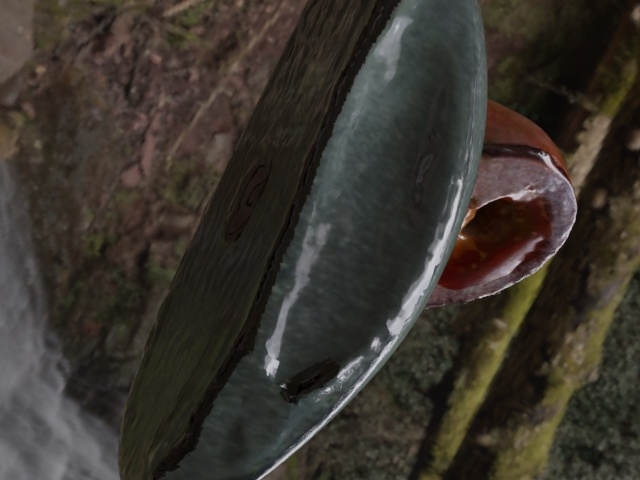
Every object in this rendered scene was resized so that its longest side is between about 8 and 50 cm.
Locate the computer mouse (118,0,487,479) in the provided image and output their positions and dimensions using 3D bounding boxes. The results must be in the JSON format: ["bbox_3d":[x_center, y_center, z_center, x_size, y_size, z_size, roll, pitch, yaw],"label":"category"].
[{"bbox_3d":[0.003,0.002,0.616,0.374,0.114,0.203,-64,-159,-3],"label":"computer mouse"}]

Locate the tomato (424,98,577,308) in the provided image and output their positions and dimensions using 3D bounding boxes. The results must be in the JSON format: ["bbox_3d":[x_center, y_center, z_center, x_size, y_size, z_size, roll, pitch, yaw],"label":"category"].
[{"bbox_3d":[0.081,-0.041,0.873,0.112,0.228,0.199,-95,-157,-44],"label":"tomato"}]
